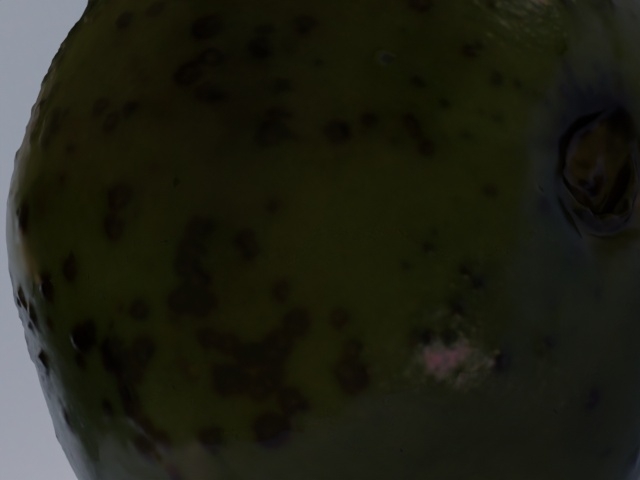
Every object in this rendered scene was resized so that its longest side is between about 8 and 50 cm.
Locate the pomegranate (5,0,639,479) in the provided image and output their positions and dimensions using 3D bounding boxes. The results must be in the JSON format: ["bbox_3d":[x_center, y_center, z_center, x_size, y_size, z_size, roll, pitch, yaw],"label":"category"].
[{"bbox_3d":[0.000,0.000,0.492,0.214,0.214,0.248,-50,-157,-24],"label":"pomegranate"}]
